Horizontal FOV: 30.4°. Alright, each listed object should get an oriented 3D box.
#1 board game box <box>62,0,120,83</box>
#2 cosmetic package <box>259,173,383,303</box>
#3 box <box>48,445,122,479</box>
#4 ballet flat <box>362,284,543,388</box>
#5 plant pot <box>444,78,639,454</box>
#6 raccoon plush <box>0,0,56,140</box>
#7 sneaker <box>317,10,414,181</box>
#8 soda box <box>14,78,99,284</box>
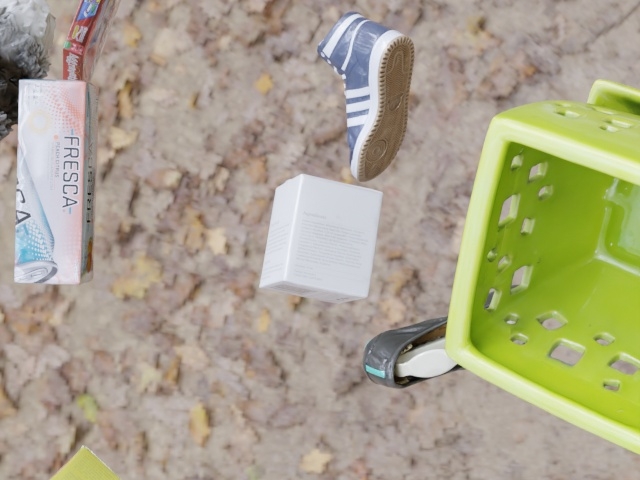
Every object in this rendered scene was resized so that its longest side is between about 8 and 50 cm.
[{"bbox_3d":[-0.255,-0.309,1.416,0.145,0.027,0.281,124,162,-67],"label":"board game box"},{"bbox_3d":[0.000,0.000,1.984,0.151,0.151,0.184,162,119,-70],"label":"cosmetic package"},{"bbox_3d":[-0.242,0.257,0.876,0.058,0.232,0.087,44,135,1],"label":"box"},{"bbox_3d":[0.194,0.138,1.557,0.096,0.280,0.095,-146,39,-68],"label":"ballet flat"},{"bbox_3d":[0.257,0.007,0.941,0.228,0.207,0.227,24,124,27],"label":"plant pot"},{"bbox_3d":[-0.441,-0.126,1.042,0.216,0.299,0.446,10,65,16],"label":"raccoon plush"},{"bbox_3d":[0.065,-0.245,1.962,0.153,0.099,0.282,39,136,33],"label":"sneaker"},{"bbox_3d":[-0.237,-0.053,1.062,0.063,0.058,0.183,2,92,1],"label":"soda box"}]
